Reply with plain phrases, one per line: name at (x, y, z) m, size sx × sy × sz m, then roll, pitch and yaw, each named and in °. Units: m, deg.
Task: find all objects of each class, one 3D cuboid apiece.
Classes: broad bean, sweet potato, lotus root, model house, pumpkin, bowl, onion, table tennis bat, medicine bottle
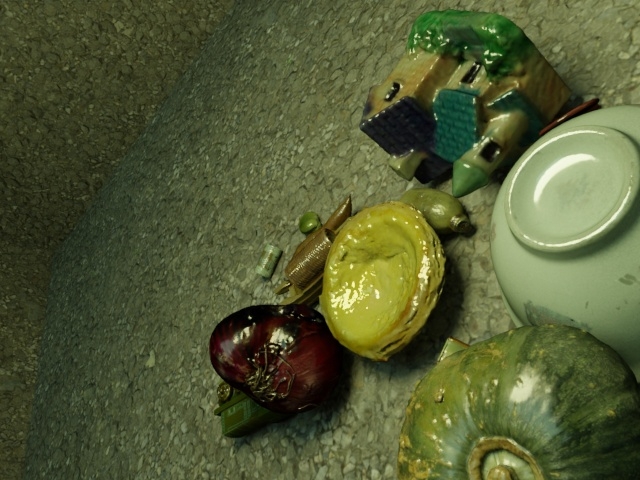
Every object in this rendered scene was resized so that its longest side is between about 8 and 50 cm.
broad bean at (-0.028, -0.042, 1.430) m, size 0.063 × 0.045 × 0.083 m, roll -56°, pitch 29°, yaw 9°
sweet potato at (0.000, 0.000, 1.350) m, size 0.274 × 0.067 × 0.067 m, roll -49°, pitch 38°, yaw 24°
lotus root at (0.218, -0.056, 1.102) m, size 0.183 × 0.077 × 0.090 m, roll 27°, pitch 91°, yaw 56°
model house at (0.239, -0.233, 1.042) m, size 0.280 × 0.245 × 0.312 m, roll -51°, pitch 31°, yaw 5°
pumpkin at (0.250, 0.262, 0.716) m, size 0.328 × 0.257 × 0.291 m, roll -20°, pitch 70°, yaw 33°
bowl at (0.387, -0.037, 0.785) m, size 0.435 × 0.196 × 0.434 m, roll -30°, pitch 47°, yaw 38°
onion at (-0.093, 0.234, 1.154) m, size 0.281 × 0.281 × 0.221 m, roll 56°, pitch 136°, yaw 50°
table tennis bat at (0.411, -0.202, 0.909) m, size 0.098 × 0.155 × 0.019 m, roll -37°, pitch 81°, yaw 48°
medicine bottle at (-0.140, 0.055, 1.505) m, size 0.047 × 0.047 × 0.083 m, roll 19°, pitch 84°, yaw 54°

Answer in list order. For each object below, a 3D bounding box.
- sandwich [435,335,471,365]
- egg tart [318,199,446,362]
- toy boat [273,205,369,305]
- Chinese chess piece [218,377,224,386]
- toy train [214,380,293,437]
sandwich at (0.273, 0.225, 0.917) m, size 0.163 × 0.113 × 0.079 m, roll 23°, pitch 86°, yaw 19°
egg tart at (0.129, 0.080, 1.089) m, size 0.315 × 0.120 × 0.314 m, roll -23°, pitch 59°, yaw 44°
toy boat at (0.007, 0.043, 1.272) m, size 0.310 × 0.115 × 0.089 m, roll -45°, pitch 40°, yaw 23°
Chinese chess piece at (-0.225, 0.366, 1.434) m, size 0.084 × 0.034 × 0.084 m, roll -26°, pitch 53°, yaw 40°
toy train at (-0.158, 0.371, 1.302) m, size 0.225 × 0.090 × 0.137 m, roll -37°, pitch 47°, yaw 32°
